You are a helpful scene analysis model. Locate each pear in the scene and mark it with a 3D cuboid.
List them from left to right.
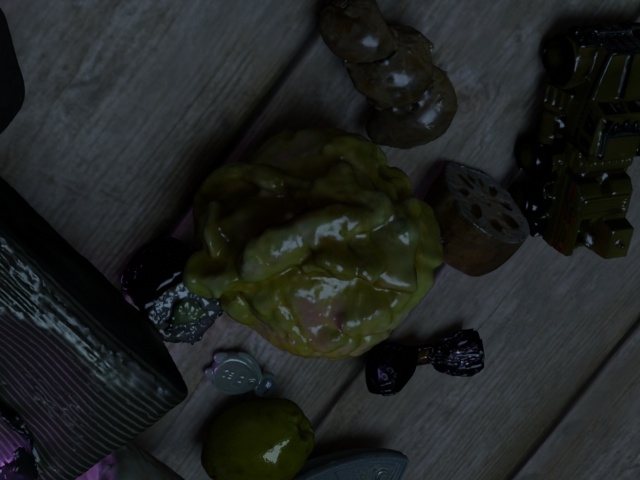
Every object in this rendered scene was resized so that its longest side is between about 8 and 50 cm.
[{"bbox_3d":[-0.070,0.230,1.876,0.131,0.107,0.107,-31,136,24],"label":"pear"}]

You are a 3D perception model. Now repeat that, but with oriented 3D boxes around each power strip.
[{"bbox_3d":[-0.088,0.146,1.857,0.083,0.035,0.055,23,110,-24],"label":"power strip"}]

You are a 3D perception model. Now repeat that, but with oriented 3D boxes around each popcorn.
[{"bbox_3d":[0.000,0.000,1.648,0.212,0.259,0.259,-14,148,41],"label":"popcorn"}]

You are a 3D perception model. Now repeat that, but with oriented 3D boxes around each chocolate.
[{"bbox_3d":[0.116,0.136,1.931,0.147,0.072,0.070,-5,122,-33],"label":"chocolate"}]

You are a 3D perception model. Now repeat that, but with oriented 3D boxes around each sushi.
[{"bbox_3d":[-0.145,0.047,1.712,0.098,0.084,0.094,-45,128,2],"label":"sushi"}]

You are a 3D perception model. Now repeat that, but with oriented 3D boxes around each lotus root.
[{"bbox_3d":[0.163,-0.016,1.813,0.122,0.112,0.081,19,119,-38],"label":"lotus root"}]

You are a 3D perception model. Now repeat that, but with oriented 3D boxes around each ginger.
[{"bbox_3d":[0.068,-0.170,1.672,0.104,0.080,0.204,-32,134,3],"label":"ginger"}]

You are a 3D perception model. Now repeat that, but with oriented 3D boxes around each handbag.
[{"bbox_3d":[-0.313,0.089,1.539,0.240,0.247,0.340,-43,119,4],"label":"handbag"}]

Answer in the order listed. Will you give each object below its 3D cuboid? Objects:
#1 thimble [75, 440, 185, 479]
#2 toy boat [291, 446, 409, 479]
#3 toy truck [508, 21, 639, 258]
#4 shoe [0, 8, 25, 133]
[{"bbox_3d":[-0.256,0.329,1.740,0.291,0.291,0.195,-39,131,2],"label":"thimble"},{"bbox_3d":[-0.035,0.335,1.975,0.319,0.092,0.141,-30,134,-7],"label":"toy boat"},{"bbox_3d":[0.297,-0.109,1.813,0.127,0.127,0.257,-7,122,-23],"label":"toy truck"},{"bbox_3d":[-0.308,-0.158,1.496,0.071,0.049,0.179,-35,155,-24],"label":"shoe"}]
